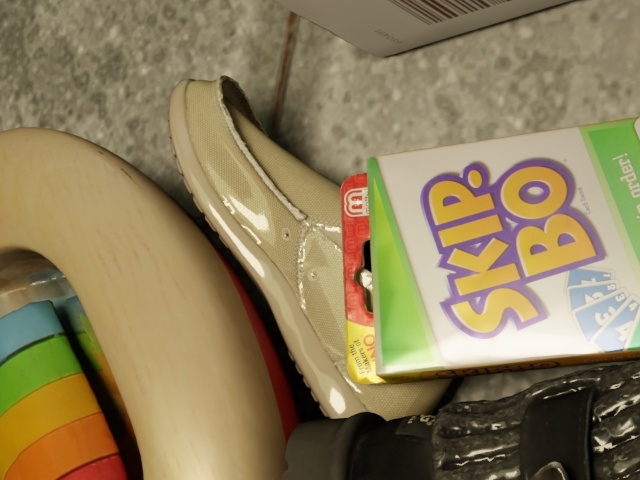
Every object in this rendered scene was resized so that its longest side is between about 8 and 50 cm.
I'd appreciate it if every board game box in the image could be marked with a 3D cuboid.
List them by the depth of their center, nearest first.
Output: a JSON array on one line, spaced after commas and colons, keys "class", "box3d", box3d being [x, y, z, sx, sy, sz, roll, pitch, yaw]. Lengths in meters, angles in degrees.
[{"class": "board game box", "box3d": [0.131, 0.003, 0.741, 0.259, 0.039, 0.124, -8, 72, 21]}]

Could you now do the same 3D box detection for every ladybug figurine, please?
[{"class": "ladybug figurine", "box3d": [-0.132, 0.123, 0.876, 0.305, 0.162, 0.449, -42, 57, 28]}]

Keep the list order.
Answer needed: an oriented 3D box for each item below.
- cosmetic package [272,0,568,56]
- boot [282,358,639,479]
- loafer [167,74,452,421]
[{"class": "cosmetic package", "box3d": [0.076, -0.365, 0.847, 0.230, 0.161, 0.453, -13, 70, 35]}, {"class": "boot", "box3d": [0.129, 0.225, 0.670, 0.260, 0.131, 0.348, -11, 86, 21]}, {"class": "loafer", "box3d": [0.000, 0.000, 0.856, 0.092, 0.102, 0.268, -35, 71, 8]}]
